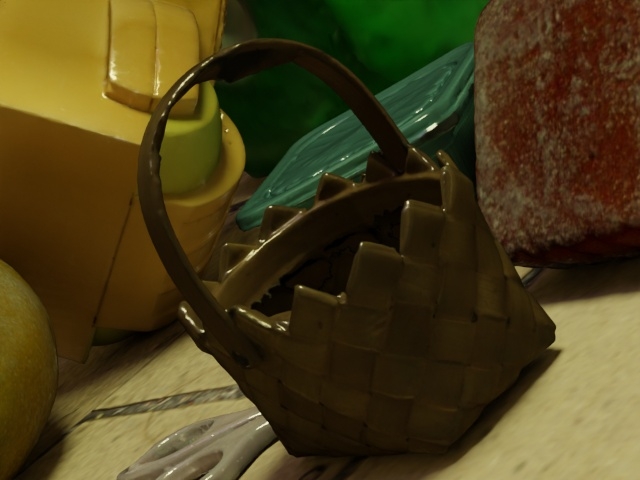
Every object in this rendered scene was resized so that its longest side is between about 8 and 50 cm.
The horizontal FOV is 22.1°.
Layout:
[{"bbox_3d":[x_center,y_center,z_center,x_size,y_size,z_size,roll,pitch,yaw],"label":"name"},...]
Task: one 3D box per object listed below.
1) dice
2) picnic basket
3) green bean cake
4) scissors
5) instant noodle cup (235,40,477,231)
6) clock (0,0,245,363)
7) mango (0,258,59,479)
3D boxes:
[{"bbox_3d":[0.002,-0.246,1.374,0.300,0.297,0.287,-40,12,-36],"label":"dice"},{"bbox_3d":[0.000,0.000,0.685,0.128,0.178,0.138,-40,16,-34],"label":"picnic basket"},{"bbox_3d":[0.129,-0.059,0.743,0.056,0.135,0.136,5,-12,-34],"label":"green bean cake"},{"bbox_3d":[-0.014,0.080,0.792,0.189,0.015,0.100,-29,14,-3],"label":"scissors"},{"bbox_3d":[0.042,-0.046,1.024,0.157,0.070,0.179,-26,14,23],"label":"instant noodle cup"},{"bbox_3d":[-0.157,-0.104,1.144,0.317,0.200,0.244,-89,19,-44],"label":"clock"},{"bbox_3d":[-0.239,0.108,0.925,0.193,0.146,0.316,-30,27,6],"label":"mango"}]
